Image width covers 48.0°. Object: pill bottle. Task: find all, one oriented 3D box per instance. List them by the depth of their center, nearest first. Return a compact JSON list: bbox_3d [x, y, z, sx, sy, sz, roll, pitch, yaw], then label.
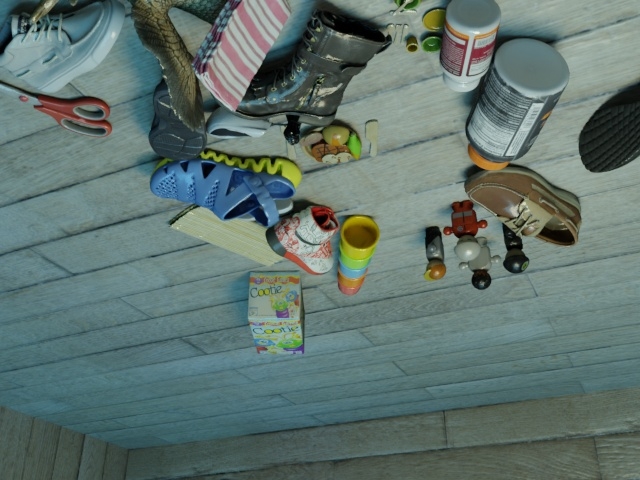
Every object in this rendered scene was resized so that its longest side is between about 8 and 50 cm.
[{"bbox_3d":[0.238,-0.316,1.168,0.086,0.086,0.152,-1,150,1],"label":"pill bottle"},{"bbox_3d":[0.335,-0.228,1.280,0.130,0.130,0.246,3,151,-5],"label":"pill bottle"}]

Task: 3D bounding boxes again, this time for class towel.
[{"bbox_3d":[-0.111,-0.304,1.083,0.029,0.197,0.144,28,176,20],"label":"towel"}]

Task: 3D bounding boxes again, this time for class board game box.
[{"bbox_3d":[-0.121,0.211,2.045,0.144,0.142,0.275,-1,151,2],"label":"board game box"}]

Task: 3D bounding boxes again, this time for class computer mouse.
[{"bbox_3d":[-0.127,-0.224,1.331,0.193,0.106,0.042,1,150,12],"label":"computer mouse"}]

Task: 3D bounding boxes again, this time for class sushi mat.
[{"bbox_3d":[-0.204,-0.012,1.777,0.316,0.019,0.151,24,144,-36],"label":"sushi mat"}]

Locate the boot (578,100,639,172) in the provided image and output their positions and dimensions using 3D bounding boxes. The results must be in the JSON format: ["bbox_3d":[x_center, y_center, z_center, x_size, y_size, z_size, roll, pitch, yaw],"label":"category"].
[{"bbox_3d":[0.660,-0.216,1.323,0.222,0.118,0.338,-4,166,-22],"label":"boot"}]

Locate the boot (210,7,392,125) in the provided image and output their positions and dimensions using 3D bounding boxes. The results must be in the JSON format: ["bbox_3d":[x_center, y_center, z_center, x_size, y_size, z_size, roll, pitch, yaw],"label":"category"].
[{"bbox_3d":[-0.038,-0.301,1.210,0.263,0.091,0.229,3,149,-22],"label":"boot"}]

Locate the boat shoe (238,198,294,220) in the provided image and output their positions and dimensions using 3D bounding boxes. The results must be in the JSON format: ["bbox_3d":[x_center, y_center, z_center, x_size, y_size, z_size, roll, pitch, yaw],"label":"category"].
[{"bbox_3d":[-0.128,-0.066,1.653,0.142,0.049,0.040,-9,150,11],"label":"boat shoe"}]

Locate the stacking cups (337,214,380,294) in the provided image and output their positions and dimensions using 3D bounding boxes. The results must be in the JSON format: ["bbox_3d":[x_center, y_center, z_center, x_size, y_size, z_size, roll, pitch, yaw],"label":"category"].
[{"bbox_3d":[0.081,0.047,1.825,0.096,0.096,0.316,2,155,-4],"label":"stacking cups"}]

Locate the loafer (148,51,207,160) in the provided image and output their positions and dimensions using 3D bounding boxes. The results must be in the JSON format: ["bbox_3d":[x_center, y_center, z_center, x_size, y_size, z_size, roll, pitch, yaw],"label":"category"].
[{"bbox_3d":[-0.253,-0.236,1.311,0.109,0.095,0.302,10,163,-10],"label":"loafer"}]

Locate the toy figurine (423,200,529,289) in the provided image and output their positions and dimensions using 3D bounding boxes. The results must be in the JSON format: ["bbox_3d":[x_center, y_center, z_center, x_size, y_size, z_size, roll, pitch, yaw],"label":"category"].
[{"bbox_3d":[0.363,0.024,1.706,0.213,0.148,0.209,13,148,-23],"label":"toy figurine"}]

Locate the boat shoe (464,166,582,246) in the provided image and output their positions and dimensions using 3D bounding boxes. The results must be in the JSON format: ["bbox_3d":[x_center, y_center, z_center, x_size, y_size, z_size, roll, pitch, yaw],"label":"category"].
[{"bbox_3d":[0.456,-0.068,1.574,0.324,0.116,0.123,15,147,-25],"label":"boat shoe"}]

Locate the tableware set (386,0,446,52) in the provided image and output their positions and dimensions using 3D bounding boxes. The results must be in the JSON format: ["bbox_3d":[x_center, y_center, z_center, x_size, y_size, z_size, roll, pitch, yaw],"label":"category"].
[{"bbox_3d":[0.163,-0.359,1.157,0.104,0.024,0.154,1,150,-3],"label":"tableware set"}]

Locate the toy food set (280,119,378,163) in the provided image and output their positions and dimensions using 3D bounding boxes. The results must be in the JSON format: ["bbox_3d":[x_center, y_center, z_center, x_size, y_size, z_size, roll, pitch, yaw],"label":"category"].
[{"bbox_3d":[0.021,-0.187,1.444,0.192,0.039,0.132,-2,151,4],"label":"toy food set"}]

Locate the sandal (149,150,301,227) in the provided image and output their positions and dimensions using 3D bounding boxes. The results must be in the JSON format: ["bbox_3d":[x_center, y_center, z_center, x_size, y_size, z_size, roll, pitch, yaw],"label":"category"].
[{"bbox_3d":[-0.200,-0.103,1.500,0.317,0.138,0.126,2,153,0],"label":"sandal"}]

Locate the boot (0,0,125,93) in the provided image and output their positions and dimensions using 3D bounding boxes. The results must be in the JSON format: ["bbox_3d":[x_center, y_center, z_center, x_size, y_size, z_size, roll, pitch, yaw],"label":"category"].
[{"bbox_3d":[-0.429,-0.323,1.147,0.258,0.095,0.123,-24,150,37],"label":"boot"}]

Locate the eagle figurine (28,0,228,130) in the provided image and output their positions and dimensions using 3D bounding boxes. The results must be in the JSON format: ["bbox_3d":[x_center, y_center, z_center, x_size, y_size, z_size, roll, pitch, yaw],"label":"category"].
[{"bbox_3d":[-0.220,-0.335,1.049,0.298,0.225,0.226,34,127,-29],"label":"eagle figurine"}]

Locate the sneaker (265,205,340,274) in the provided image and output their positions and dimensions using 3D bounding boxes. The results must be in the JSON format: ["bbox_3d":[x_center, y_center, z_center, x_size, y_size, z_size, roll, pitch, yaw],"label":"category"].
[{"bbox_3d":[0.000,0.001,1.725,0.145,0.090,0.270,-30,150,21],"label":"sneaker"}]

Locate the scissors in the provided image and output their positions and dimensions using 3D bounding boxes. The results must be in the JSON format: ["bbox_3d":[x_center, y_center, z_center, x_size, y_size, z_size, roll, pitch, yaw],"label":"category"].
[{"bbox_3d":[-0.538,-0.255,1.345,0.297,0.021,0.109,11,151,-21],"label":"scissors"}]
